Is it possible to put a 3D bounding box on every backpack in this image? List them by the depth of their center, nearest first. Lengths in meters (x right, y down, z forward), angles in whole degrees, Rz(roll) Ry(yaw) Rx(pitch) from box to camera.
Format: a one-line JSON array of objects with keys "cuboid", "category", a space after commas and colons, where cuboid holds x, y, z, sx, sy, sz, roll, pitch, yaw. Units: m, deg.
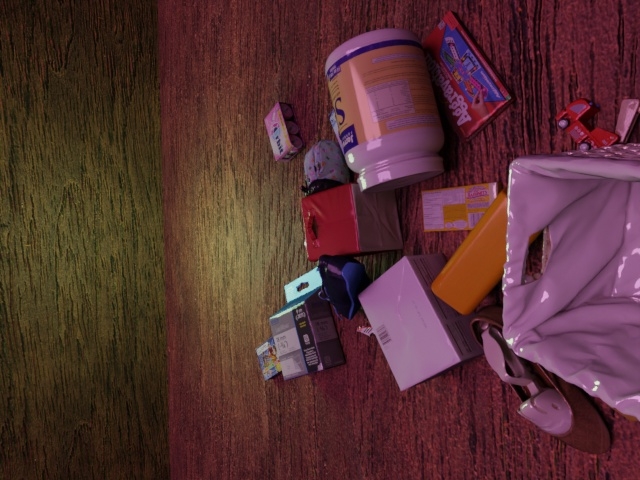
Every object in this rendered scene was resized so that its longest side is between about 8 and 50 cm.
[{"cuboid": [0.019, -0.213, 1.376, 0.115, 0.152, 0.181, -31, 56, 43], "category": "backpack"}]

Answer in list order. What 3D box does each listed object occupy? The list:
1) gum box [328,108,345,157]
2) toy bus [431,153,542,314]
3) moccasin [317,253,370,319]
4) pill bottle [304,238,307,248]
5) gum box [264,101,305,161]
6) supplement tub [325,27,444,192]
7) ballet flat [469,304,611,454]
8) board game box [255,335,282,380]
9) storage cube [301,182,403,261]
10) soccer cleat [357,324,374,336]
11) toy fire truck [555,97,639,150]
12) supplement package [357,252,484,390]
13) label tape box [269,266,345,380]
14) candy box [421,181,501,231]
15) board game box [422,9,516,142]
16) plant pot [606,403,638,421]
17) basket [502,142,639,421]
[{"cuboid": [0.108, -0.340, 1.317, 0.157, 0.041, 0.184, -40, 62, 46], "category": "gum box"}, {"cuboid": [0.367, -0.007, 0.920, 0.108, 0.130, 0.332, 39, 125, 17], "category": "toy bus"}, {"cuboid": [0.064, 0.113, 1.233, 0.117, 0.137, 0.342, 24, 155, 18], "category": "moccasin"}, {"cuboid": [0.000, 0.000, 1.462, 0.116, 0.065, 0.065, -15, 81, 52], "category": "pill bottle"}, {"cuboid": [-0.128, -0.379, 1.595, 0.107, 0.062, 0.188, -35, 66, 48], "category": "gum box"}, {"cuboid": [0.158, -0.299, 1.083, 0.241, 0.241, 0.330, -16, 86, 51], "category": "supplement tub"}, {"cuboid": [0.418, 0.279, 0.906, 0.116, 0.124, 0.342, -55, 52, 39], "category": "ballet flat"}, {"cuboid": [-0.178, 0.449, 1.746, 0.201, 0.035, 0.136, -43, 60, 44], "category": "board game box"}, {"cuboid": [0.086, -0.045, 1.236, 0.193, 0.215, 0.183, -12, 83, 46], "category": "storage cube"}, {"cuboid": [0.140, 0.270, 1.336, 0.083, 0.029, 0.035, -22, 72, 46], "category": "soccer cleat"}, {"cuboid": [0.527, -0.198, 0.792, 0.135, 0.047, 0.191, -50, 55, 41], "category": "toy fire truck"}, {"cuboid": [0.248, 0.194, 1.097, 0.204, 0.145, 0.261, -47, 57, 42], "category": "supplement package"}, {"cuboid": [-0.066, 0.286, 1.536, 0.241, 0.106, 0.333, -34, 67, 47], "category": "label tape box"}, {"cuboid": [0.330, -0.076, 1.066, 0.206, 0.027, 0.105, -1, 92, 51], "category": "candy box"}, {"cuboid": [0.324, -0.383, 1.053, 0.145, 0.027, 0.281, -47, 58, 44], "category": "board game box"}, {"cuboid": [0.546, 0.263, 0.783, 0.081, 0.081, 0.083, 39, 132, 43], "category": "plant pot"}, {"cuboid": [0.469, 0.038, 0.626, 0.331, 0.267, 0.327, -150, 52, -62], "category": "basket"}]
